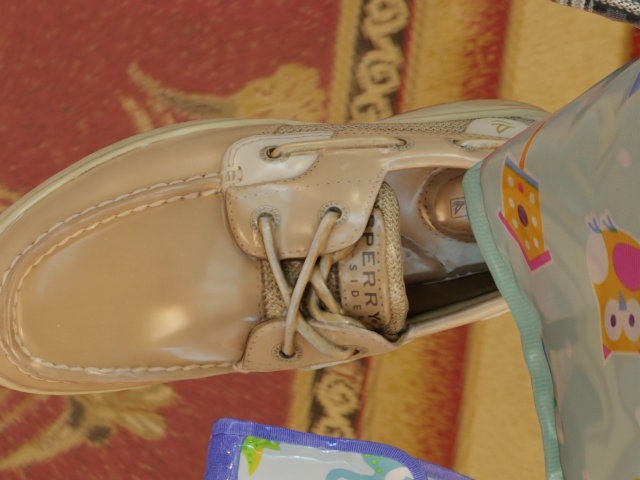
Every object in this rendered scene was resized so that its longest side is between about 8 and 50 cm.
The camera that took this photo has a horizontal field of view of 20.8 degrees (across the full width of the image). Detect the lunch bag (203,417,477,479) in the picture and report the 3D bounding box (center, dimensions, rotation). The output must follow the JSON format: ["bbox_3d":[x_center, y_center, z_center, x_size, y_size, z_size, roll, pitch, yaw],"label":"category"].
[{"bbox_3d":[0.007,0.148,0.680,0.151,0.096,0.128,26,59,-41],"label":"lunch bag"}]

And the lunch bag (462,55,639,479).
[{"bbox_3d":[0.205,-0.003,0.468,0.262,0.223,0.160,-11,84,-20],"label":"lunch bag"}]

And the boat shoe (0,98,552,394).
[{"bbox_3d":[0.000,0.000,0.828,0.341,0.110,0.121,-16,108,-21],"label":"boat shoe"}]

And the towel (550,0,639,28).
[{"bbox_3d":[0.240,-0.197,0.970,0.312,0.324,0.056,19,128,7],"label":"towel"}]
